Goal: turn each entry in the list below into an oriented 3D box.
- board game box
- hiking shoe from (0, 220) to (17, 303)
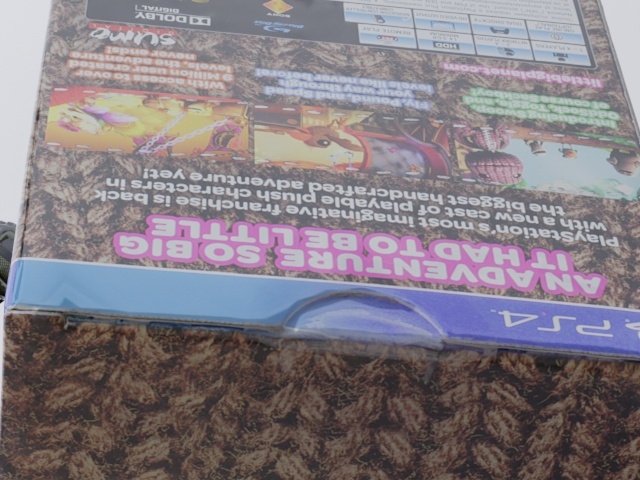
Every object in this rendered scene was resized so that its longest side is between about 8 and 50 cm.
[{"bbox_3d":[0.000,0.000,0.755,0.232,0.291,0.141,5,-53,-6],"label":"board game box"},{"bbox_3d":[-0.316,0.045,1.722,0.086,0.227,0.114,40,-119,-49],"label":"hiking shoe"}]
